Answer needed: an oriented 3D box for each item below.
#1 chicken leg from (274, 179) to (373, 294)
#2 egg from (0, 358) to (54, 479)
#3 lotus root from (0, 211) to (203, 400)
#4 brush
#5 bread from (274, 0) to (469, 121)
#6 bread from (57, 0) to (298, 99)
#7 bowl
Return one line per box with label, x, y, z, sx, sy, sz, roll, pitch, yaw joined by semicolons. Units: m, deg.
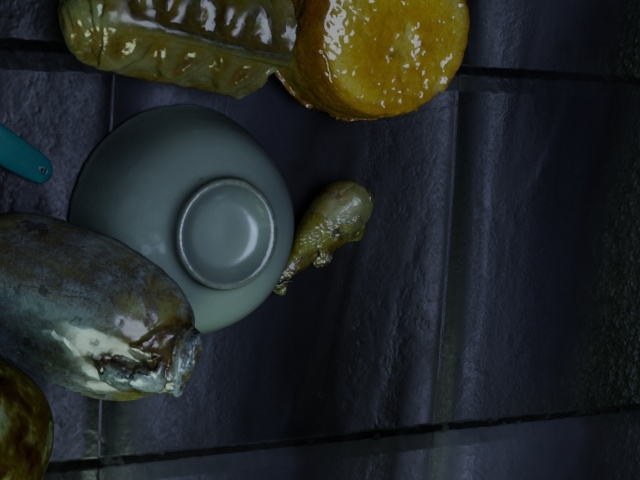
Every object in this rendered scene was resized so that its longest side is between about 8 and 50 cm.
chicken leg;0.000;0.000;1.828;0.178;0.070;0.093;-49;125;-8
egg;-0.411;0.225;1.508;0.289;0.238;0.238;-9;103;-45
lotus root;-0.285;0.064;1.569;0.349;0.175;0.175;27;81;7
brush;-0.379;-0.118;1.598;0.193;0.032;0.043;35;74;-43
bread;0.059;-0.263;1.774;0.268;0.146;0.268;-8;105;-29
bread;-0.170;-0.254;1.644;0.268;0.130;0.152;8;98;-31
bowl;-0.141;-0.013;1.689;0.289;0.146;0.289;-5;101;-30
